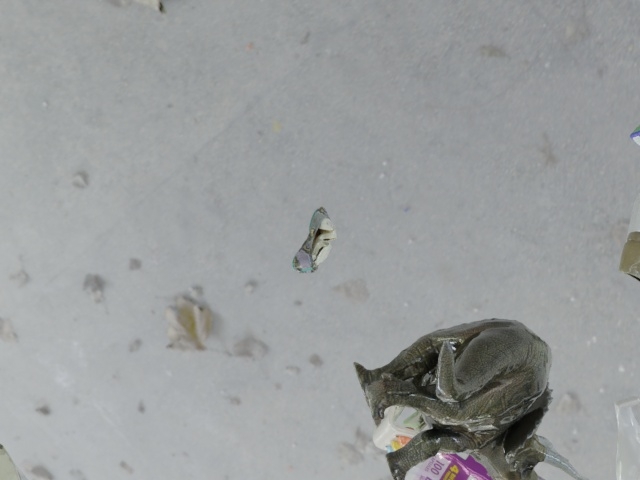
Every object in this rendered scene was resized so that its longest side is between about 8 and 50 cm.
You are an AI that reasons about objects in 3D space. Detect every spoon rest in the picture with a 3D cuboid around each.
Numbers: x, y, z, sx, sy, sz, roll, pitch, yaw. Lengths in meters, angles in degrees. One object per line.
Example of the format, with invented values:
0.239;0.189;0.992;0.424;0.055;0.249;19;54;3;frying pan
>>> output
0.751;0.490;1.972;0.137;0.084;0.276;-17;100;4;spoon rest

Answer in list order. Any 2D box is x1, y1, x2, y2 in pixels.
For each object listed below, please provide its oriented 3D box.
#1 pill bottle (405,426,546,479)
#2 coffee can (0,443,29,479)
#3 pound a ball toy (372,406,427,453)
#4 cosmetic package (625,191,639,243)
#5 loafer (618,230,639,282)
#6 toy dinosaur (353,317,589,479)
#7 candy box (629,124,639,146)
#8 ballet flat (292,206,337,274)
0.267;0.416;1.271;0.301;0.169;0.169;30;128;18;pill bottle
-0.383;0.333;0.888;0.201;0.202;0.275;22;149;12;coffee can
0.261;0.492;2.162;0.208;0.136;0.319;16;157;0;pound a ball toy
0.740;-0.036;1.756;0.151;0.151;0.184;15;161;14;cosmetic package
0.363;0.051;0.869;0.148;0.056;0.050;40;90;-8;loafer
0.113;0.108;0.637;0.160;0.121;0.313;-19;143;-2;toy dinosaur
0.700;-0.142;1.354;0.268;0.122;0.317;43;173;-2;candy box
0.000;0.000;1.084;0.041;0.114;0.041;14;139;12;ballet flat
